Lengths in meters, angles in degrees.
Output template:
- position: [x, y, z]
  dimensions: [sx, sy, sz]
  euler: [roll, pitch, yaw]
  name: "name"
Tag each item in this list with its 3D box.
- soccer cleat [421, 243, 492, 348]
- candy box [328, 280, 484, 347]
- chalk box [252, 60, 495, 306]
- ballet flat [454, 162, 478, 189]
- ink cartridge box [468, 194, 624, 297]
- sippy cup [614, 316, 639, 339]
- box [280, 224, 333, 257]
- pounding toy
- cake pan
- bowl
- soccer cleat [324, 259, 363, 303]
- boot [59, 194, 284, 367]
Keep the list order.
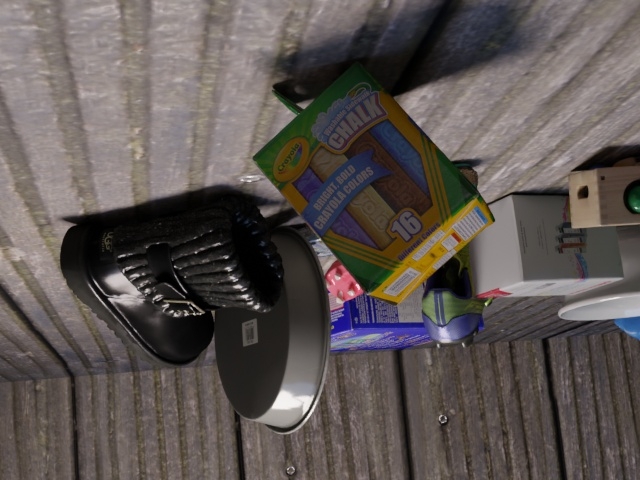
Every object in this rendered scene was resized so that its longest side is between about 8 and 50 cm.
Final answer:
- position: [0.217, 0.051, 1.741]
  dimensions: [0.093, 0.121, 0.289]
  euler: [-5, -155, 20]
  name: "soccer cleat"
- position: [0.110, 0.142, 2.220]
  dimensions: [0.317, 0.122, 0.268]
  euler: [3, 165, -34]
  name: "candy box"
- position: [0.038, -0.065, 1.045]
  dimensions: [0.132, 0.213, 0.132]
  euler: [-41, 164, 7]
  name: "chalk box"
- position: [0.107, -0.042, 1.435]
  dimensions: [0.206, 0.067, 0.073]
  euler: [-15, 166, 41]
  name: "ballet flat"
- position: [0.321, 0.010, 1.641]
  dimensions: [0.176, 0.127, 0.128]
  euler: [0, 166, -25]
  name: "ink cartridge box"
- position: [0.682, 0.114, 2.152]
  dimensions: [0.224, 0.240, 0.305]
  euler: [11, 147, -20]
  name: "sippy cup"
- position: [0.000, 0.000, 1.697]
  dimensions: [0.094, 0.027, 0.137]
  euler: [-9, 168, 9]
  name: "box"
- position: [0.392, -0.070, 1.417]
  dimensions: [0.130, 0.100, 0.141]
  euler: [-4, 179, -5]
  name: "pounding toy"
- position: [-0.076, 0.125, 1.606]
  dimensions: [0.054, 0.293, 0.293]
  euler: [2, 167, -28]
  name: "cake pan"
- position: [0.540, 0.046, 1.916]
  dimensions: [0.297, 0.134, 0.298]
  euler: [-5, 169, -1]
  name: "bowl"
- position: [0.099, 0.024, 1.787]
  dimensions: [0.248, 0.083, 0.095]
  euler: [-31, -165, 46]
  name: "soccer cleat"
- position: [-0.159, 0.068, 1.552]
  dimensions: [0.260, 0.131, 0.348]
  euler: [-9, 153, 19]
  name: "boot"
